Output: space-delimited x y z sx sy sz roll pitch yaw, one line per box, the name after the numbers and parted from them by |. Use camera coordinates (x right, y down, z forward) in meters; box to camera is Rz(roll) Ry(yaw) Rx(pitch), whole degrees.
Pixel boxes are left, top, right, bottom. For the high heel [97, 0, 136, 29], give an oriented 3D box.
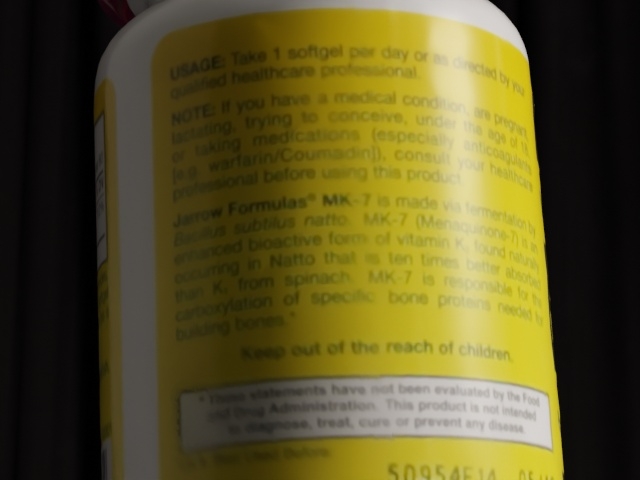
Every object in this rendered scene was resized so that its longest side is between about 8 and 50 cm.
-0.036 -0.159 1.146 0.181 0.127 0.377 39 -158 11 | high heel

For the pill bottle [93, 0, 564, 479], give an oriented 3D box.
0.000 0.000 0.526 0.119 0.209 0.119 -3 165 -1 | pill bottle
